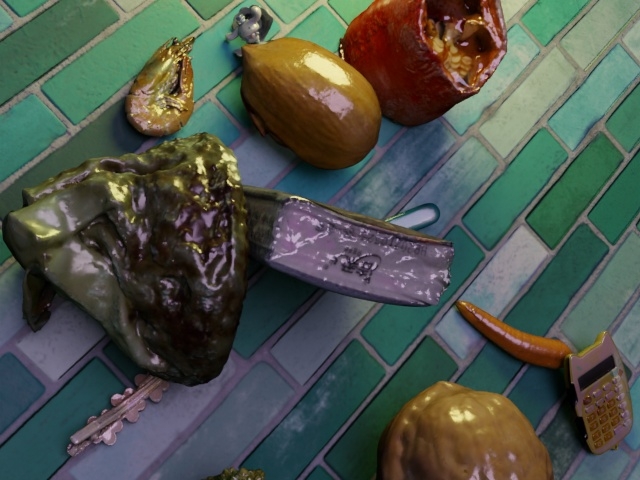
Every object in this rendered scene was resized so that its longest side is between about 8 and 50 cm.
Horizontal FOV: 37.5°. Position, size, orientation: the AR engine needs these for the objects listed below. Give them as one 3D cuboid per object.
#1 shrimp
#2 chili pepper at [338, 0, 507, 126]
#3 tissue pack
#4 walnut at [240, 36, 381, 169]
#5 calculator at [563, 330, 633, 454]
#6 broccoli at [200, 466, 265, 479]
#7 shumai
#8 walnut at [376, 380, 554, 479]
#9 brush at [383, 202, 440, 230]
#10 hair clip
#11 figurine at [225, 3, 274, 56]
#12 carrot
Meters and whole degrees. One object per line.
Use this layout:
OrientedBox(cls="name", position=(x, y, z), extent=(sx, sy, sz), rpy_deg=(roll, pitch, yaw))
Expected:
OrientedBox(cls="shrimp", position=(-0.270, -0.275, 1.680), extent=(0.115, 0.051, 0.217), rpy_deg=(32, 64, -19))
OrientedBox(cls="chili pepper", position=(0.194, -0.356, 1.768), extent=(0.229, 0.305, 0.251), rpy_deg=(-9, 89, -20))
OrientedBox(cls="tissue pack", position=(0.000, 0.000, 1.523), extent=(0.288, 0.394, 0.124), rpy_deg=(14, 93, -20))
OrientedBox(cls="walnut", position=(-0.022, -0.258, 1.703), extent=(0.298, 0.203, 0.203), rpy_deg=(43, 63, -4))
OrientedBox(cls="calculator", position=(0.548, 0.307, 1.856), extent=(0.157, 0.033, 0.236), rpy_deg=(-25, 102, -32))
OrientedBox(cls="broccoli", position=(-0.176, 0.414, 1.439), extent=(0.273, 0.242, 0.180), rpy_deg=(33, 50, -6))
OrientedBox(cls="shumai", position=(-0.300, 0.013, 1.416), extent=(0.348, 0.395, 0.394), rpy_deg=(7, 73, -23))
OrientedBox(cls="walnut", position=(0.236, 0.404, 1.565), extent=(0.306, 0.306, 0.343), rpy_deg=(-5, 78, -25))
OrientedBox(cls="brush", position=(0.140, -0.024, 1.802), extent=(0.193, 0.032, 0.043), rpy_deg=(-21, 89, -15))
OrientedBox(cls="hair clip", position=(-0.315, 0.272, 1.507), extent=(0.062, 0.056, 0.214), rpy_deg=(44, 53, 12))
OrientedBox(cls="figurine", position=(-0.133, -0.392, 1.759), extent=(0.082, 0.095, 0.086), rpy_deg=(-64, 141, -61))
OrientedBox(cls="carrot", position=(0.376, 0.192, 1.826), extent=(0.271, 0.062, 0.066), rpy_deg=(21, 101, -13))
